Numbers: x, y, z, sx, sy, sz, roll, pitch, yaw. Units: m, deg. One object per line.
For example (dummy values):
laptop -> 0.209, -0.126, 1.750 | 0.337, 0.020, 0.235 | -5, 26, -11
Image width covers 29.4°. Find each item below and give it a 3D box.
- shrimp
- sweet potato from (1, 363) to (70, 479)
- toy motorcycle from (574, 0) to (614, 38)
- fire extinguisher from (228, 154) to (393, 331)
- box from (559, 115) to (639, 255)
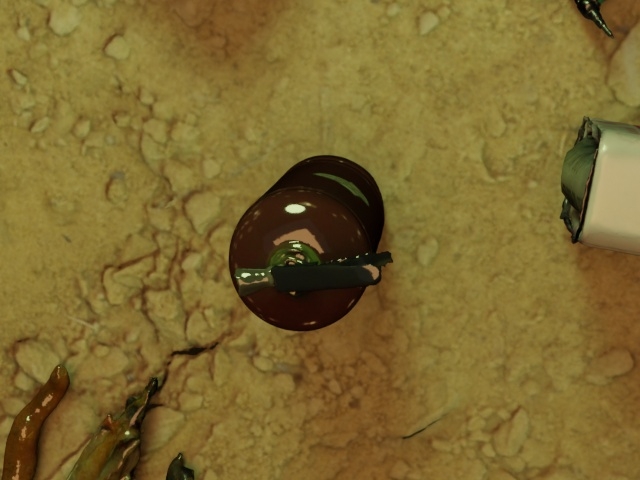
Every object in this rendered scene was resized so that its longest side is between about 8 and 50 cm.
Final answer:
shrimp -> -0.191, 0.269, 1.238 | 0.145, 0.059, 0.254 | 34, 102, -1
sweet potato -> -0.301, 0.205, 1.253 | 0.044, 0.044, 0.179 | 21, 95, 5
toy motorcycle -> 0.231, -0.263, 1.096 | 0.173, 0.058, 0.100 | 34, 109, 3
fire extinguisher -> 0.000, 0.000, 1.025 | 0.135, 0.337, 0.114 | -10, 99, 8
box -> 0.392, -0.029, 1.042 | 0.369, 0.190, 0.112 | 11, 100, 5
